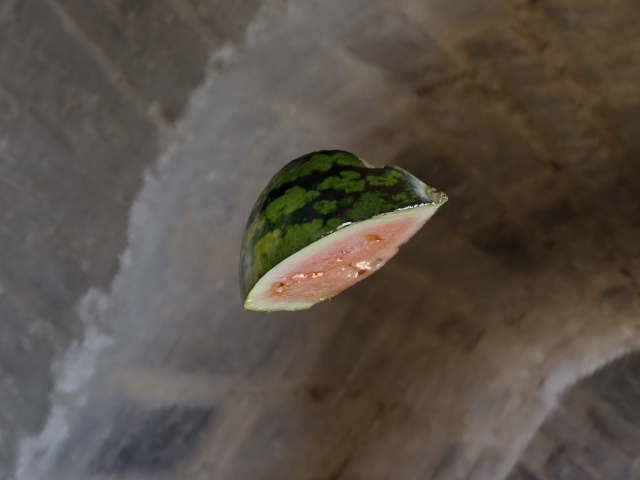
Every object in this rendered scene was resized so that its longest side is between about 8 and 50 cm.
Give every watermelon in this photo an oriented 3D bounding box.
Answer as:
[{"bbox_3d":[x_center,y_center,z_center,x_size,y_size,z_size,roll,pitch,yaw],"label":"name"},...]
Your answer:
[{"bbox_3d":[-0.009,-0.011,0.894,0.087,0.163,0.069,-6,69,-35],"label":"watermelon"}]
